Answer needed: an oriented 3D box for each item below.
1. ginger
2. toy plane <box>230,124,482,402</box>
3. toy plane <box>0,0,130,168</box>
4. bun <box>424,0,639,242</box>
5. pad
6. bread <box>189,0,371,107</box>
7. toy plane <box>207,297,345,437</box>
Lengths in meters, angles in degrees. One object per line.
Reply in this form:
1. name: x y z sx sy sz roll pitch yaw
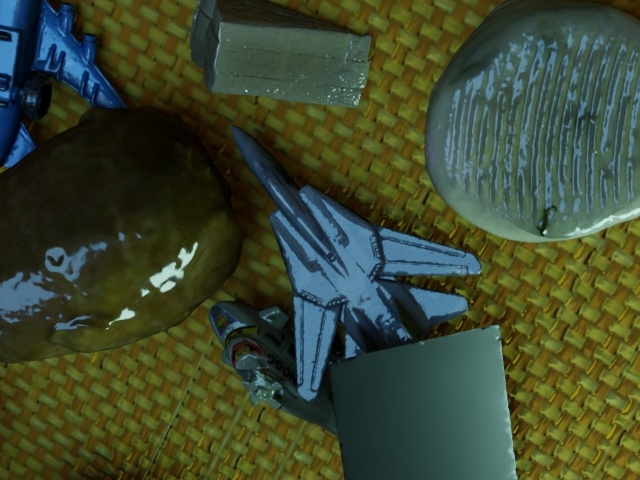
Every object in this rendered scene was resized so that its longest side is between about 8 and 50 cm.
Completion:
1. ginger: -0.201 -0.007 1.768 0.200 0.269 0.223 50 129 28
2. toy plane: 0.003 0.000 1.789 0.212 0.088 0.267 -39 78 13
3. toy plane: -0.300 -0.183 1.841 0.254 0.105 0.271 12 117 3
4. bun: 0.204 -0.108 1.652 0.237 0.116 0.210 -7 101 0
5. pad: 0.099 0.191 1.783 0.164 0.004 0.243 -12 122 -4
6. bread: -0.038 -0.178 1.778 0.152 0.105 0.077 7 114 -14
7. toy plane: 0.000 0.160 1.842 0.286 0.108 0.092 43 117 -11
